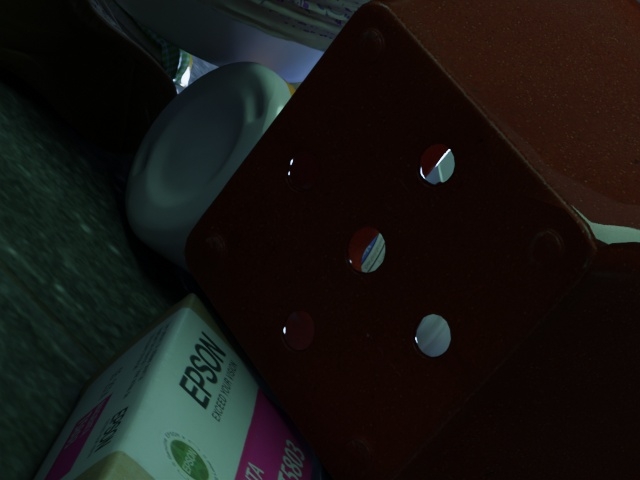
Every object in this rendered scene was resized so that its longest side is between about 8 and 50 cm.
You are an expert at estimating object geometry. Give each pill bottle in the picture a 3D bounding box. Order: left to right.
[{"bbox_3d":[0.000,0.000,1.012,0.272,0.152,0.152,37,17,-38],"label":"pill bottle"}]

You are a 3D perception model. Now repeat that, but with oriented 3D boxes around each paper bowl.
[{"bbox_3d":[-0.057,-0.226,1.031,0.284,0.148,0.284,25,23,-11],"label":"paper bowl"}]

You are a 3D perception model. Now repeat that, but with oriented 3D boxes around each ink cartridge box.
[{"bbox_3d":[-0.038,0.148,0.621,0.193,0.088,0.234,46,14,-10],"label":"ink cartridge box"}]

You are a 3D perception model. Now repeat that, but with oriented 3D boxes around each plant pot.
[{"bbox_3d":[0.091,0.011,0.732,0.236,0.267,0.267,4,41,-51],"label":"plant pot"}]

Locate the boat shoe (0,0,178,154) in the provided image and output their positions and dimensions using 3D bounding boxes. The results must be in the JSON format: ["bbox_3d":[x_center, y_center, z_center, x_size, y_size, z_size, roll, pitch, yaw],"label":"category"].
[{"bbox_3d":[-0.216,-0.173,0.980,0.285,0.105,0.089,51,-1,-40],"label":"boat shoe"}]

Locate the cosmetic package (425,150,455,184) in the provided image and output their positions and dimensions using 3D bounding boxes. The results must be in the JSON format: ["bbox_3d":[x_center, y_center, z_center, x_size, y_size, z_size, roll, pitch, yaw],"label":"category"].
[{"bbox_3d":[0.092,-0.047,1.301,0.107,0.127,0.237,22,52,-45],"label":"cosmetic package"}]

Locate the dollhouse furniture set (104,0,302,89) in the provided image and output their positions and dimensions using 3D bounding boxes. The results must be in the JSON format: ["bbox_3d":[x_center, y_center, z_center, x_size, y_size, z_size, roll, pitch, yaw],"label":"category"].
[{"bbox_3d":[-0.091,-0.189,1.185,0.301,0.151,0.197,45,0,-7],"label":"dollhouse furniture set"}]
